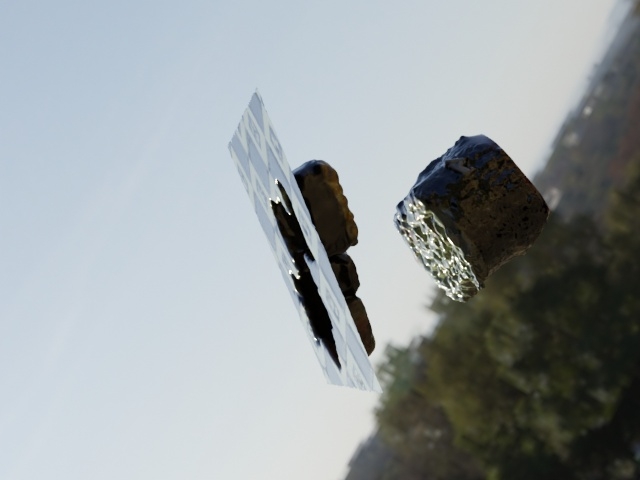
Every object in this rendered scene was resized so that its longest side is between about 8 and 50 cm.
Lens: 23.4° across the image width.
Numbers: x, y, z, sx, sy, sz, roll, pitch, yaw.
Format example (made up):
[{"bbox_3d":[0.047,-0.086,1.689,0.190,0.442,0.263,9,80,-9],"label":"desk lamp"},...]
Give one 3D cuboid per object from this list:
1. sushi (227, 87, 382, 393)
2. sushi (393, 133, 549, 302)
[{"bbox_3d":[0.000,0.000,1.498,0.059,0.292,0.294,-23,0,-10],"label":"sushi"},{"bbox_3d":[0.154,-0.023,1.618,0.126,0.136,0.225,-39,-5,-3],"label":"sushi"}]
